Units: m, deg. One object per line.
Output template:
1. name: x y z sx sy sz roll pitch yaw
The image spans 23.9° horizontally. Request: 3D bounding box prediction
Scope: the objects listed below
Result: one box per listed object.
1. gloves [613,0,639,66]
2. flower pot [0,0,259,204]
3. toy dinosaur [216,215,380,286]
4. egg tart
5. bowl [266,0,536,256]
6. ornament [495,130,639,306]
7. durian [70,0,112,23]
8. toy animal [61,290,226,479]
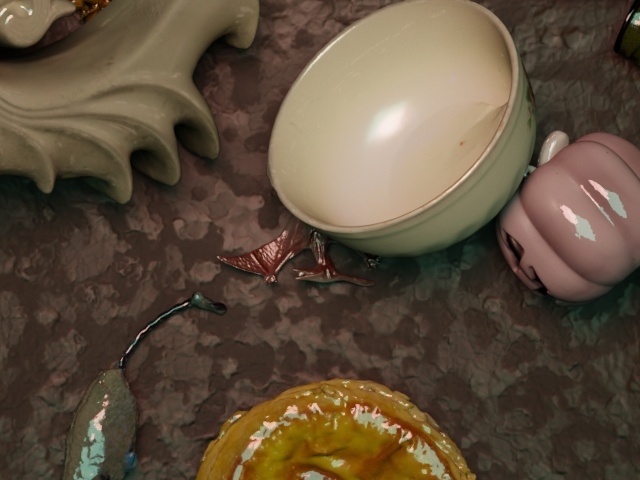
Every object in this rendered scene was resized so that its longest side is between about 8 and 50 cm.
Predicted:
1. gloves: 0.435 -0.173 1.572 0.268 0.107 0.135 21 116 -1
2. flower pot: -0.244 -0.167 1.464 0.367 0.164 0.254 5 103 -33
3. toy dinosaur: 0.000 0.000 1.582 0.220 0.032 0.108 -8 83 -4
4. egg tart: 0.015 0.277 1.518 0.295 0.116 0.295 0 87 0
5. bowl: 0.099 -0.095 1.508 0.277 0.145 0.277 -19 52 26
6. ornament: 0.259 -0.027 1.520 0.177 0.177 0.177 0 85 -1
7. durian: -0.222 -0.345 1.576 0.139 0.144 0.252 -6 79 -23
8. toy animal: -0.198 0.154 1.556 0.079 0.070 0.253 39 70 -32
